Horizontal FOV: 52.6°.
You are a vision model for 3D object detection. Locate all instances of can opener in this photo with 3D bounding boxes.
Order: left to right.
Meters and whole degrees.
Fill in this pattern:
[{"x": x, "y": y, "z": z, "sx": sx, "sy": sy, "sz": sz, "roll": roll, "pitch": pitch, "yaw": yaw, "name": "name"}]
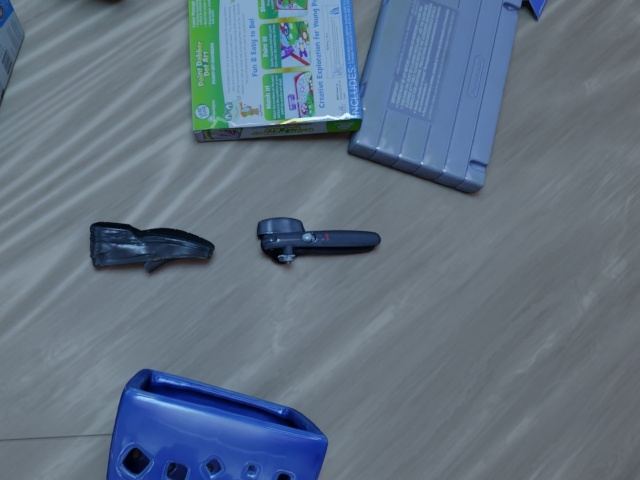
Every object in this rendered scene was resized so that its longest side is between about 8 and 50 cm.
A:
[{"x": 0.000, "y": 0.000, "z": 0.954, "sx": 0.186, "sy": 0.059, "sz": 0.073, "roll": 1, "pitch": 78, "yaw": -12, "name": "can opener"}]

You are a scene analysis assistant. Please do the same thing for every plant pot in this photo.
[{"x": -0.144, "y": 0.293, "z": 0.781, "sx": 0.236, "sy": 0.236, "sz": 0.212, "roll": 17, "pitch": 82, "yaw": -10, "name": "plant pot"}]

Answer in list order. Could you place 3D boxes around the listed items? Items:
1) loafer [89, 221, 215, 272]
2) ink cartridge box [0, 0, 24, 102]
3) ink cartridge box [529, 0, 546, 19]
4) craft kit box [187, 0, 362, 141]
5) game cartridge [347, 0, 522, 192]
[{"x": -0.235, "y": 0.014, "z": 0.905, "sx": 0.170, "sy": 0.062, "sz": 0.061, "roll": 7, "pitch": 100, "yaw": -8, "name": "loafer"}, {"x": -0.471, "y": -0.228, "z": 0.844, "sx": 0.086, "sy": 0.148, "sz": 0.203, "roll": 15, "pitch": 76, "yaw": -11, "name": "ink cartridge box"}, {"x": 0.311, "y": -0.537, "z": 1.074, "sx": 0.311, "sy": 0.065, "sz": 0.186, "roll": 37, "pitch": 71, "yaw": -39, "name": "ink cartridge box"}, {"x": -0.070, "y": -0.280, "z": 0.968, "sx": 0.246, "sy": 0.061, "sz": 0.250, "roll": -3, "pitch": 80, "yaw": -3, "name": "craft kit box"}, {"x": 0.187, "y": -0.275, "z": 1.051, "sx": 0.230, "sy": 0.068, "sz": 0.355, "roll": 17, "pitch": 76, "yaw": -5, "name": "game cartridge"}]
